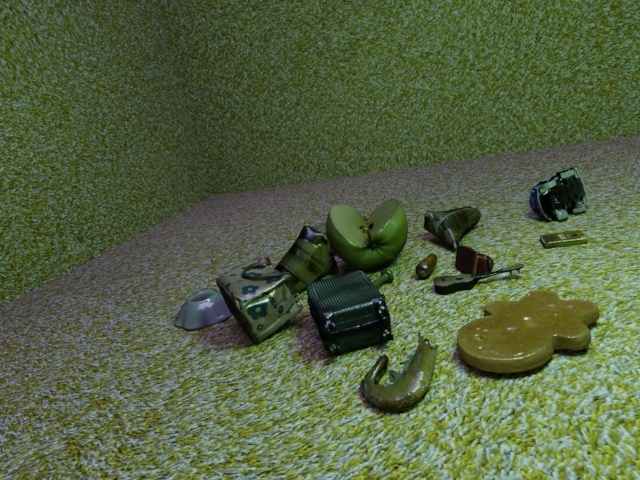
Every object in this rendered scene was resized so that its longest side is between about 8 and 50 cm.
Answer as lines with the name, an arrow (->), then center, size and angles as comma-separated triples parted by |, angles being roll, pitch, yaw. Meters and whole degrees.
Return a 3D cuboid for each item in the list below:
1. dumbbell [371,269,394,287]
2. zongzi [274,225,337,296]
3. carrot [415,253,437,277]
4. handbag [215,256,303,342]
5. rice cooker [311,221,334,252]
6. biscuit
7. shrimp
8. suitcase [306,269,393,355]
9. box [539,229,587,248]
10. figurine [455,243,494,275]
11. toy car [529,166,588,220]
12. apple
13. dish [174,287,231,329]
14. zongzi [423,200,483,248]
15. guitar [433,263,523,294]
dumbbell -> 0.192, 0.137, 1.660 | 0.118, 0.046, 0.052 | -27, 17, -39
zongzi -> -0.054, 0.120, 1.826 | 0.134, 0.288, 0.286 | 35, 80, 27
carrot -> 0.364, 0.084, 1.706 | 0.055, 0.055, 0.161 | -4, 12, 27
handbag -> -0.184, 0.172, 1.548 | 0.193, 0.190, 0.251 | -31, 24, -17
rice cooker -> 0.000, 0.000, 2.103 | 0.206, 0.127, 0.145 | -32, 25, -27
biscuit -> 0.484, 0.214, 1.191 | 0.355, 0.052, 0.275 | -24, 20, -29
shrimp -> 0.180, 0.298, 1.149 | 0.173, 0.058, 0.253 | -15, 16, 22
suitcase -> 0.074, 0.197, 1.405 | 0.202, 0.128, 0.312 | -14, 17, -6
box -> 0.820, -0.004, 1.704 | 0.133, 0.023, 0.090 | -8, 19, 13
figurine -> 0.511, 0.071, 1.621 | 0.098, 0.082, 0.154 | 3, 13, -17
toy car -> 0.911, -0.172, 1.970 | 0.235, 0.172, 0.158 | -22, 3, -20
apple -> 0.174, -0.014, 1.841 | 0.295, 0.233, 0.258 | -10, 32, 5
dish -> -0.404, 0.223, 1.751 | 0.229, 0.081, 0.229 | -11, 17, 4
zongzi -> 0.554, -0.044, 1.929 | 0.247, 0.111, 0.241 | -11, 34, -16
guitar -> 0.481, 0.114, 1.531 | 0.271, 0.038, 0.084 | -12, 17, 9
